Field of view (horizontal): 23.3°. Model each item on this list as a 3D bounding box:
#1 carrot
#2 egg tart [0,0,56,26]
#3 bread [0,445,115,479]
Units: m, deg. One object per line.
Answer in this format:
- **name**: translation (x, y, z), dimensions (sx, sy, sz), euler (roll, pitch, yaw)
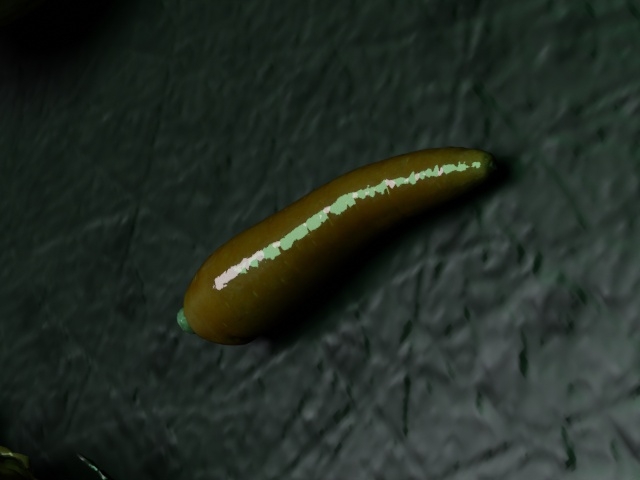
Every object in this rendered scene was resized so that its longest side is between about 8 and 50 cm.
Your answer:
- **carrot**: translation (0.000, 0.000, 0.518), dimensions (0.142, 0.035, 0.035), euler (-32, 55, 32)
- **egg tart**: translation (-0.158, -0.173, 0.704), dimensions (0.212, 0.090, 0.213), euler (-16, 68, 46)
- **bread**: translation (-0.144, 0.145, 0.522), dimensions (0.260, 0.147, 0.160), euler (26, 93, 36)
